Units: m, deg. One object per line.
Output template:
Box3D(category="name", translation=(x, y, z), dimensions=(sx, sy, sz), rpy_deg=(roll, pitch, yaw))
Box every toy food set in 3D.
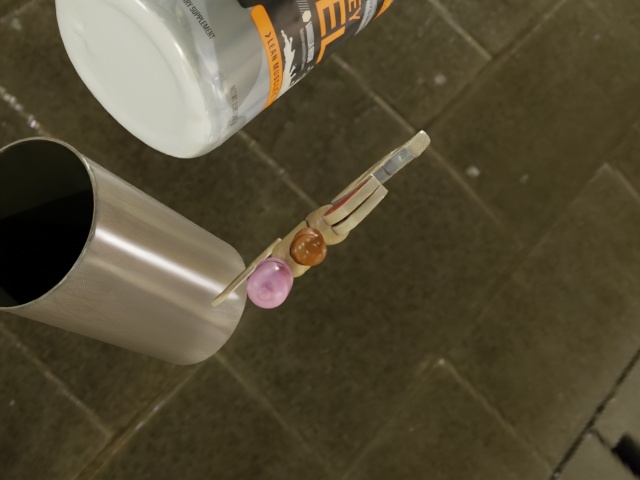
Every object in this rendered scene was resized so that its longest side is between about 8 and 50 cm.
Box3D(category="toy food set", translation=(0.000, 0.000, 0.621), dimensions=(0.019, 0.122, 0.078), rpy_deg=(49, 50, -5))

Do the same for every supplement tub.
Box3D(category="supplement tub", translation=(-0.034, -0.140, 0.707), dimensions=(0.117, 0.117, 0.190), rpy_deg=(46, 63, 1))

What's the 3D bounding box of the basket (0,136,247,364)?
Box3D(category="basket", translation=(-0.185, 0.022, 1.226), dimensions=(0.227, 0.204, 0.154), rpy_deg=(28, 82, -44))
